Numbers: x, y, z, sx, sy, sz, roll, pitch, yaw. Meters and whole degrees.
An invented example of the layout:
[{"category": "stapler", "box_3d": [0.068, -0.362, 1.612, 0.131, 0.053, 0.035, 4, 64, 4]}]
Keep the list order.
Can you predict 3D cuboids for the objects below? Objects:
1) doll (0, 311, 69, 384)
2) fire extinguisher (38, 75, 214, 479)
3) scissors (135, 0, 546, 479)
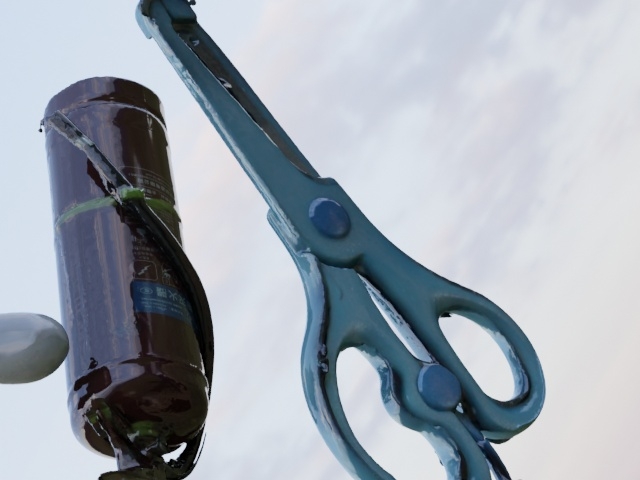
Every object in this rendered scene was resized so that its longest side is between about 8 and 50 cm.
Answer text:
[{"category": "doll", "box_3d": [-0.325, 0.066, 1.079, 0.159, 0.311, 0.242, -105, 27, -58]}, {"category": "fire extinguisher", "box_3d": [-0.140, 0.033, 1.154, 0.105, 0.341, 0.141, -27, -39, 19]}, {"category": "scissors", "box_3d": [0.000, 0.000, 1.033, 0.180, 0.393, 0.032, -28, -11, -45]}]
